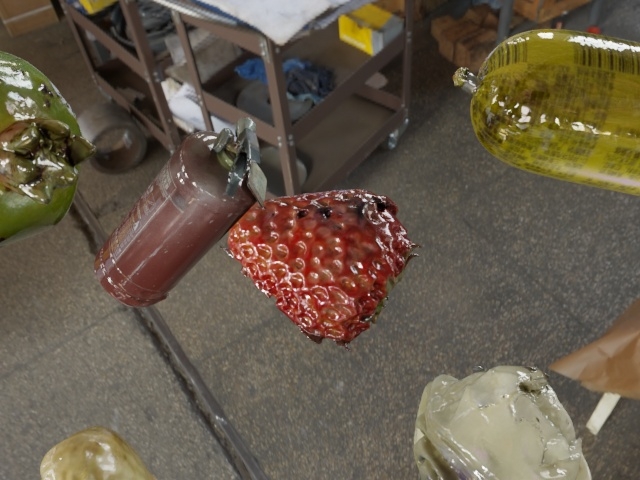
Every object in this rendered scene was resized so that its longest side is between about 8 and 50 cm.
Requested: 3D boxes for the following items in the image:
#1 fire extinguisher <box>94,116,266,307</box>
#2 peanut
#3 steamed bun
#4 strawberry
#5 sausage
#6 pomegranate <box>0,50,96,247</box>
[{"bbox_3d":[-0.135,-0.029,0.683,0.104,0.269,0.105,28,41,-27],"label":"fire extinguisher"},{"bbox_3d":[-0.260,0.294,0.781,0.109,0.159,0.140,-37,26,-9],"label":"peanut"},{"bbox_3d":[0.290,0.401,1.192,0.346,0.394,0.237,28,50,32],"label":"steamed bun"},{"bbox_3d":[0.016,-0.006,1.040,0.280,0.150,0.253,41,59,18],"label":"strawberry"},{"bbox_3d":[0.280,-0.098,0.558,0.347,0.123,0.123,12,53,0],"label":"sausage"},{"bbox_3d":[-0.245,-0.064,0.494,0.205,0.159,0.159,10,50,40],"label":"pomegranate"}]
